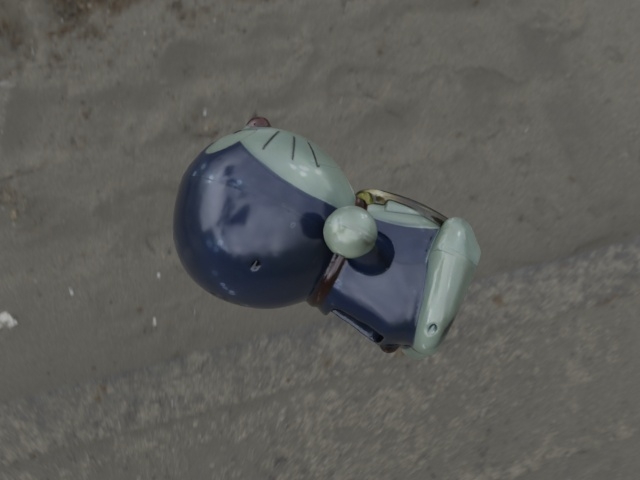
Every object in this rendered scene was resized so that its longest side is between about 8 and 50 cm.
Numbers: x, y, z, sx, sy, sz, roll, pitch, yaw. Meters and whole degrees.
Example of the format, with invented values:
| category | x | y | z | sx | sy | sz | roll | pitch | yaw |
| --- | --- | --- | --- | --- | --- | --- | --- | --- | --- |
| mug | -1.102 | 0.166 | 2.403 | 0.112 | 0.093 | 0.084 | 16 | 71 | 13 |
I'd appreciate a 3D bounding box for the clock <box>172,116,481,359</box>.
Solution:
| category | x | y | z | sx | sy | sz | roll | pitch | yaw |
| --- | --- | --- | --- | --- | --- | --- | --- | --- | --- |
| clock | 0.000 | 0.000 | 0.955 | 0.243 | 0.199 | 0.147 | 22 | 84 | -3 |
